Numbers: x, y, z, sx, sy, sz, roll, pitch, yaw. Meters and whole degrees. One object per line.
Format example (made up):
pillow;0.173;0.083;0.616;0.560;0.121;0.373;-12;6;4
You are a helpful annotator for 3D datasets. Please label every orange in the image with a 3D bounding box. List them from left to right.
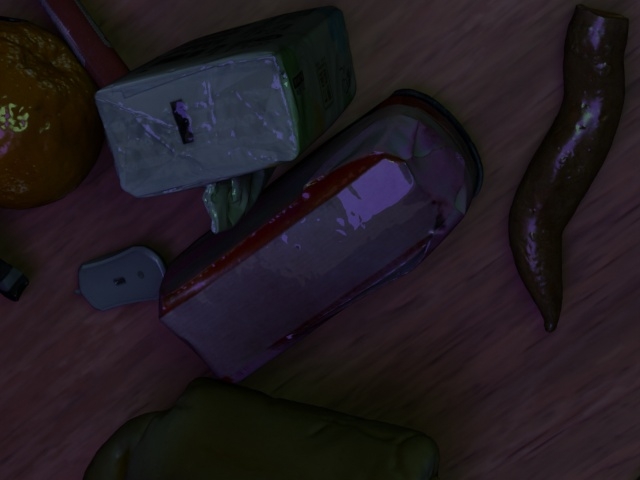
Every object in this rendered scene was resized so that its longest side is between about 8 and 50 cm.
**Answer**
orange;-0.277;-0.112;1.388;0.177;0.177;0.155;35;109;2

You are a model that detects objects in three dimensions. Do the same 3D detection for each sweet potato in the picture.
sweet potato;0.209;-0.061;1.344;0.067;0.059;0.281;14;110;-3

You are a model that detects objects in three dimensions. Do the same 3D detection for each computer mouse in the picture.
computer mouse;-0.186;0.035;1.487;0.110;0.032;0.056;-15;101;28

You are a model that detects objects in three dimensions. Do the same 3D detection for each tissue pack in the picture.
tissue pack;-0.064;-0.098;1.310;0.159;0.229;0.145;-11;105;16

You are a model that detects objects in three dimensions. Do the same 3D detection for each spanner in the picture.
spanner;-0.342;-0.035;1.400;0.087;0.316;0.024;29;70;24

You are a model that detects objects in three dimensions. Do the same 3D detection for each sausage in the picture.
sausage;-0.215;-0.190;1.384;0.034;0.034;0.253;-43;70;21

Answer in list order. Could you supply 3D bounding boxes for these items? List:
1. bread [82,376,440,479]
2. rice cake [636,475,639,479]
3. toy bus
bread;-0.046;0.251;1.426;0.341;0.210;0.300;7;136;19
rice cake;0.283;0.256;1.434;0.047;0.036;0.206;35;112;-9
toy bus;0.000;0.000;1.374;0.303;0.147;0.127;-35;101;22
